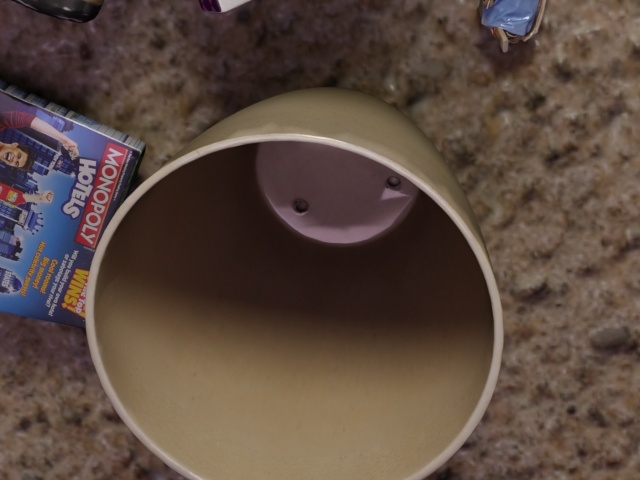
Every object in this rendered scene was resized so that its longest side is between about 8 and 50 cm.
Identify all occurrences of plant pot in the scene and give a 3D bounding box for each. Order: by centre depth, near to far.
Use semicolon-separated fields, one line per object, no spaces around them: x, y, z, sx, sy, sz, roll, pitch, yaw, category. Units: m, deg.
0.000;0.000;1.142;0.256;0.274;0.256;3;115;7;plant pot

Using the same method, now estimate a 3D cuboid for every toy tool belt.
0.132;-0.176;1.168;0.052;0.051;0.083;6;114;5;toy tool belt

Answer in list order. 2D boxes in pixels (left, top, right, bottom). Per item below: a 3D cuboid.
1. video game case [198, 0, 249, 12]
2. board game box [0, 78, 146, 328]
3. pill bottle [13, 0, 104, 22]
-0.018;-0.291;1.082;0.210;0.042;0.232;-27;112;-21;video game case
-0.207;-0.015;1.280;0.194;0.060;0.194;24;115;-5;board game box
-0.160;-0.266;1.117;0.123;0.123;0.219;26;102;-5;pill bottle
